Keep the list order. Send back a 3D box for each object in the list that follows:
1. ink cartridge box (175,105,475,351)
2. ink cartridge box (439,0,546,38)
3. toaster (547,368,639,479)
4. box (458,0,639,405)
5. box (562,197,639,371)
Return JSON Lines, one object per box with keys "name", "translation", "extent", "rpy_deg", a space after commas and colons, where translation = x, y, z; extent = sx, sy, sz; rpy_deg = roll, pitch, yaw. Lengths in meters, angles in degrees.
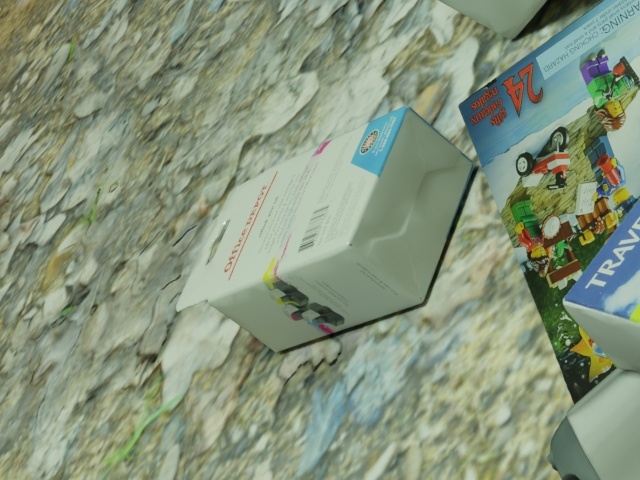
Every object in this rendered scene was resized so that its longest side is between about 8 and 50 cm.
{"name": "ink cartridge box", "translation": [0.000, 0.000, 1.184], "extent": [0.181, 0.061, 0.104], "rpy_deg": [-21, 38, 50]}
{"name": "ink cartridge box", "translation": [0.111, -0.266, 1.140], "extent": [0.171, 0.168, 0.232], "rpy_deg": [-63, 5, -25]}
{"name": "toaster", "translation": [0.176, 0.081, 0.657], "extent": [0.146, 0.129, 0.227], "rpy_deg": [-45, 22, 9]}
{"name": "box", "translation": [0.178, -0.046, 0.832], "extent": [0.233, 0.044, 0.159], "rpy_deg": [-35, 63, 35]}
{"name": "box", "translation": [0.153, 0.001, 0.611], "extent": [0.109, 0.042, 0.178], "rpy_deg": [-50, 25, -11]}
